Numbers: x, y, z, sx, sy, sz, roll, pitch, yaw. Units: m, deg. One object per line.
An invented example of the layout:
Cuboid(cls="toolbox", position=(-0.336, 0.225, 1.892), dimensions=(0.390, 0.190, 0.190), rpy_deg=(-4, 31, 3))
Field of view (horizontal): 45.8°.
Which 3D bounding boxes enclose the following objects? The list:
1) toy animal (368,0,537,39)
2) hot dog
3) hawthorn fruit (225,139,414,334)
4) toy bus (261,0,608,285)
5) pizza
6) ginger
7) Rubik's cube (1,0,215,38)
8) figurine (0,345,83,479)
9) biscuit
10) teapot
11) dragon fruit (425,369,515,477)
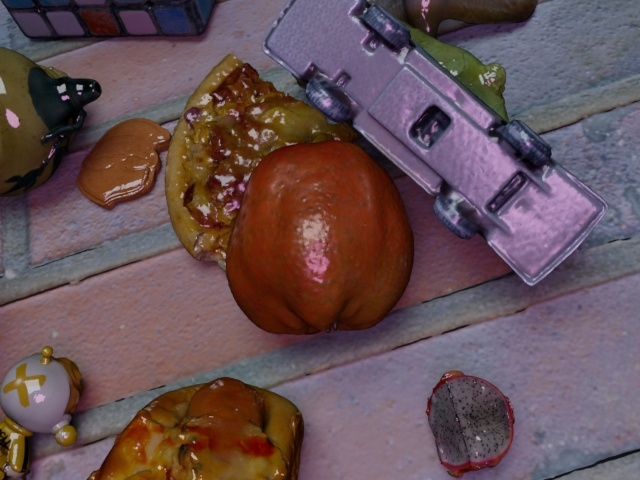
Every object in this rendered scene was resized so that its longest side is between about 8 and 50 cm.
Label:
Cuboid(cls="toy animal", position=(0.109, -0.271, 0.884), dimensions=(0.272, 0.160, 0.197), rpy_deg=(-3, 59, 19))
Cuboid(cls="hot dog", position=(-0.096, 0.219, 0.594), dimensions=(0.150, 0.153, 0.257), rpy_deg=(2, 58, 13))
Cuboid(cls="hawthorn fruit", position=(0.000, 0.000, 0.700), dimensions=(0.189, 0.189, 0.189), rpy_deg=(-6, 57, 9))
Cuboid(cls="toy bus", position=(0.104, -0.108, 0.701), dimensions=(0.329, 0.136, 0.109), rpy_deg=(42, 107, 5))
Cuboid(cls="pizza", position=(-0.065, -0.105, 0.840), dimensions=(0.228, 0.081, 0.289), rpy_deg=(-1, 56, 11))
Cuboid(cls="ginger", position=(0.082, -0.169, 0.829), dimensions=(0.290, 0.089, 0.137), rpy_deg=(21, 105, 21))
Cuboid(cls="Rubik's cube", position=(-0.287, -0.466, 0.998), dimensions=(0.287, 0.292, 0.293), rpy_deg=(3, 60, 15))
Cuboid(cls="figurine", position=(-0.288, 0.171, 0.723), dimensions=(0.143, 0.068, 0.101), rpy_deg=(-39, 62, 2))
Cuboid(cls="biscuit", position=(-0.236, -0.095, 0.908), dimensions=(0.102, 0.019, 0.130), rpy_deg=(13, 62, 21))
Cuboid(cls="teapot", position=(-0.369, -0.145, 0.903), dimensions=(0.269, 0.173, 0.182), rpy_deg=(-11, 15, 34))
Cuboid(cls="dragon fruit", position=(0.130, 0.156, 0.647), dimensions=(0.060, 0.056, 0.083), rpy_deg=(-7, 61, -19))
